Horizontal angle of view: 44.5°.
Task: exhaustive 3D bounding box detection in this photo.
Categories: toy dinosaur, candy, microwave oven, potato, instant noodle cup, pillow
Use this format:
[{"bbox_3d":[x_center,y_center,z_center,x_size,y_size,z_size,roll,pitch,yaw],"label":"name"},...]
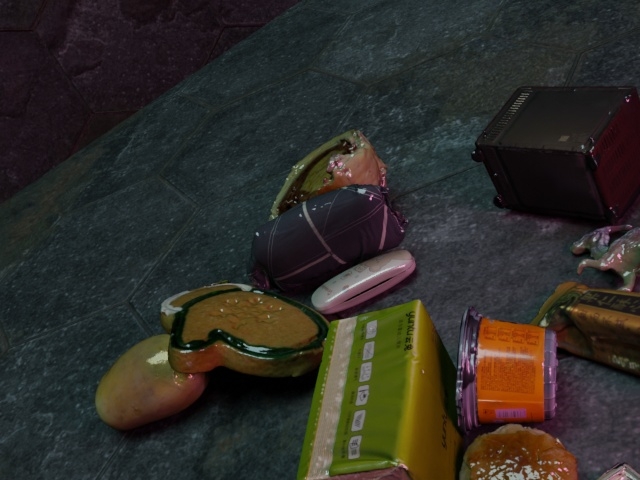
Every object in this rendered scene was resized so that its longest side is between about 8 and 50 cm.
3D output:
[{"bbox_3d":[0.504,0.017,1.180,0.294,0.077,0.162,4,44,41],"label":"toy dinosaur"},{"bbox_3d":[0.410,0.122,1.095,0.143,0.101,0.271,-35,26,-24],"label":"candy"},{"bbox_3d":[0.427,-0.145,1.359,0.247,0.188,0.178,14,53,48],"label":"microwave oven"},{"bbox_3d":[-0.311,0.254,1.437,0.234,0.146,0.150,-23,0,9],"label":"potato"},{"bbox_3d":[0.261,0.180,1.077,0.126,0.177,0.208,0,27,18],"label":"instant noodle cup"},{"bbox_3d":[0.000,0.000,1.484,0.335,0.161,0.092,-24,25,20],"label":"pillow"}]

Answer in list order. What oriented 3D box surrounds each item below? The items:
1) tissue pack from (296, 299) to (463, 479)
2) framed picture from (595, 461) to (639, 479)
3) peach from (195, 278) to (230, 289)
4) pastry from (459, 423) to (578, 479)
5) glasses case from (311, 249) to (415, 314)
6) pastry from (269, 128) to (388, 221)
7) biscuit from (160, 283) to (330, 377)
[{"bbox_3d":[0.093,0.255,1.055,0.167,0.200,0.274,-16,35,22],"label":"tissue pack"},{"bbox_3d":[0.318,0.355,0.838,0.252,0.014,0.197,-25,36,-23],"label":"framed picture"},{"bbox_3d":[-0.223,0.116,1.623,0.083,0.050,0.077,-15,11,5],"label":"peach"},{"bbox_3d":[0.249,0.301,0.984,0.153,0.081,0.153,-18,31,11],"label":"pastry"},{"bbox_3d":[0.079,0.076,1.444,0.204,0.051,0.081,-27,25,-2],"label":"glasses case"},{"bbox_3d":[0.029,-0.095,1.616,0.256,0.170,0.236,-41,19,24],"label":"pastry"},{"bbox_3d":[-0.152,0.153,1.385,0.344,0.057,0.287,20,27,41],"label":"biscuit"}]
